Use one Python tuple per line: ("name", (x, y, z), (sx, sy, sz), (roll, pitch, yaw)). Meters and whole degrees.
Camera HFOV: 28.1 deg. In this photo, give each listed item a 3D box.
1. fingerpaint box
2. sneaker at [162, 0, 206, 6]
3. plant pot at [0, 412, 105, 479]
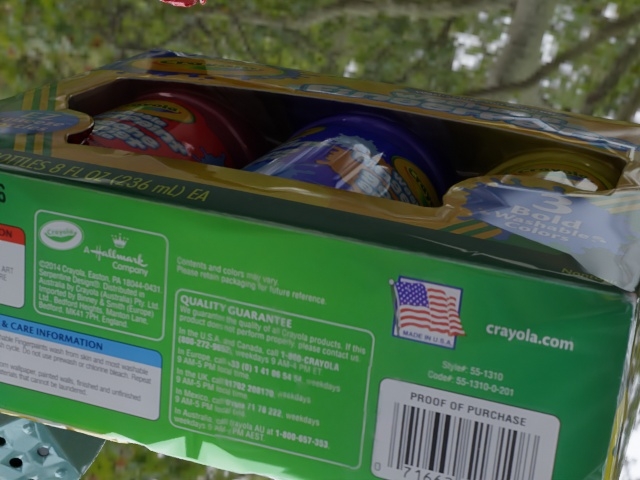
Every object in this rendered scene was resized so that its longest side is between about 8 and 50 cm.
("fingerpaint box", (0.000, 0.000, 0.845), (0.445, 0.163, 0.371), (11, -160, 18))
("sneaker", (-0.084, -0.272, 1.128), (0.087, 0.128, 0.221), (-4, -174, -36))
("plant pot", (-0.332, 0.177, 1.444), (0.165, 0.165, 0.234), (-22, -149, 8))
